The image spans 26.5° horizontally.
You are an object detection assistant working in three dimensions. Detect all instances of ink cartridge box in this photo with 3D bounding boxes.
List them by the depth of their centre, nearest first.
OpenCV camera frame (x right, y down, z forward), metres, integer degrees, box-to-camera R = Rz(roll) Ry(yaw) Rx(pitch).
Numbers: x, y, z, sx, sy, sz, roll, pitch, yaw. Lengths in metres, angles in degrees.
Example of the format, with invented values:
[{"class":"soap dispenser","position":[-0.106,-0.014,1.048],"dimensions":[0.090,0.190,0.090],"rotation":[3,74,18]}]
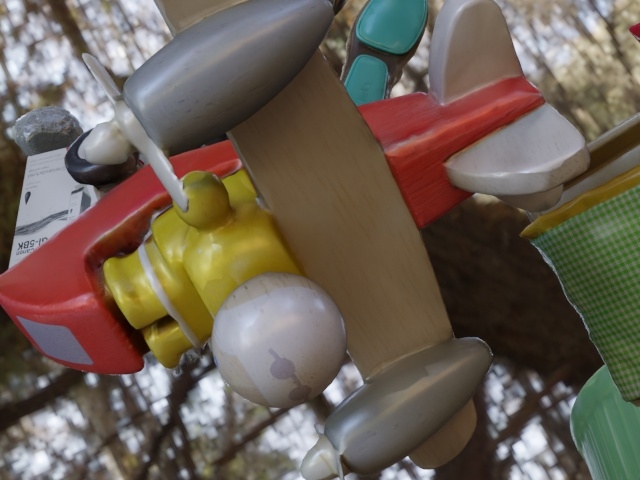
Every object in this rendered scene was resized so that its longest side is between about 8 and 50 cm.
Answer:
[{"class":"ink cartridge box","position":[-0.220,-0.014,1.221],"dimensions":[0.099,0.135,0.056],"rotation":[-11,-29,28]}]

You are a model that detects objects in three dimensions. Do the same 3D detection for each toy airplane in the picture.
[{"class":"toy airplane","position":[0.000,0.000,0.927],"dimensions":[0.386,0.272,0.384],"rotation":[19,-53,-14]}]

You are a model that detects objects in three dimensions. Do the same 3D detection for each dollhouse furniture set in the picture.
[{"class":"dollhouse furniture set","position":[0.284,-0.021,0.980],"dimensions":[0.302,0.197,0.151],"rotation":[-33,-14,24]}]

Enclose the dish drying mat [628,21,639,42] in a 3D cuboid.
[{"class":"dish drying mat","position":[0.254,-0.151,0.998],"dimensions":[0.008,0.032,0.083],"rotation":[-45,8,-6]}]

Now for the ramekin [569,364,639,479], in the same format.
[{"class":"ramekin","position":[0.429,0.228,1.440],"dimensions":[0.304,0.148,0.303],"rotation":[-4,-41,-3]}]

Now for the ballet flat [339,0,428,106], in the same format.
[{"class":"ballet flat","position":[0.084,-0.274,2.194],"dimensions":[0.116,0.342,0.124],"rotation":[21,-35,-4]}]

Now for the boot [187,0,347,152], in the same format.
[{"class":"boot","position":[-0.037,-0.214,1.400],"dimensions":[0.338,0.118,0.223],"rotation":[-56,-4,23]}]

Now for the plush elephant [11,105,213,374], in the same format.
[{"class":"plush elephant","position":[-0.203,-0.017,1.653],"dimensions":[0.272,0.329,0.255],"rotation":[-13,6,-10]}]
